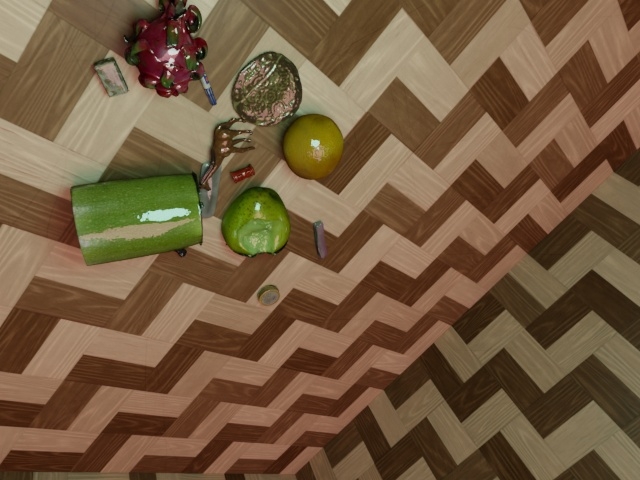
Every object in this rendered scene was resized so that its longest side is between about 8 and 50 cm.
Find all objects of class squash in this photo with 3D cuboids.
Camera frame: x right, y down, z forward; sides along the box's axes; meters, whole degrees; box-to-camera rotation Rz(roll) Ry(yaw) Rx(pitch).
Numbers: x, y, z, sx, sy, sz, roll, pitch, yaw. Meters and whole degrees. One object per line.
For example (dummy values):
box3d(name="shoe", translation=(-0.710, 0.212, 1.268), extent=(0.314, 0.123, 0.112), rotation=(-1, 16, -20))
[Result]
box3d(name="squash", translation=(-0.584, -0.076, 1.493), extent=(0.385, 0.263, 0.263), rotation=(-11, 131, -22))

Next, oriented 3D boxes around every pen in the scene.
box3d(name="pen", translation=(-0.365, -0.512, 1.409), extent=(0.025, 0.025, 0.204), rotation=(-25, 135, -8))

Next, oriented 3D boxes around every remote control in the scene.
box3d(name="remote control", translation=(-0.405, -0.175, 1.658), extent=(0.073, 0.044, 0.229), rotation=(0, 126, -26))

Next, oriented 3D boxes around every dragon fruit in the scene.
box3d(name="dragon fruit", translation=(-0.412, -0.535, 1.261), extent=(0.273, 0.218, 0.198), rotation=(-47, 179, 8))

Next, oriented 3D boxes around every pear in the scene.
box3d(name="pear", translation=(-0.229, -0.081, 1.758), extent=(0.292, 0.159, 0.292), rotation=(-14, 129, -18))

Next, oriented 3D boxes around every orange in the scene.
box3d(name="orange", translation=(-0.027, -0.332, 1.615), extent=(0.236, 0.236, 0.236), rotation=(-15, 133, -17))

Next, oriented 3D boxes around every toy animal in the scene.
box3d(name="toy animal", translation=(-0.337, -0.294, 1.570), extent=(0.230, 0.066, 0.224), rotation=(-26, 135, -21))

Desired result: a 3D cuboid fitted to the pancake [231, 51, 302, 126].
box3d(name="pancake", translation=(-0.172, -0.492, 1.519), extent=(0.250, 0.031, 0.250), rotation=(-15, 129, -19))

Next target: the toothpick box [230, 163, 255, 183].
box3d(name="toothpick box", translation=(-0.282, -0.245, 1.664), extent=(0.083, 0.047, 0.047), rotation=(-25, 135, -8))

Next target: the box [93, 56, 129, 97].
box3d(name="box", translation=(-0.598, -0.467, 1.304), extent=(0.062, 0.045, 0.098), rotation=(-23, 136, -9))

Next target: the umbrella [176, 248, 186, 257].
box3d(name="umbrella", translation=(-0.564, 0.014, 1.735), extent=(0.040, 0.037, 0.144), rotation=(-49, 138, -15))

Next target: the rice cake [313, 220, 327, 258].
box3d(name="rice cake", translation=(0.000, 0.000, 2.035), extent=(0.047, 0.036, 0.206), rotation=(-22, 133, -17))

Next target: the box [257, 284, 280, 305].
box3d(name="box", translation=(-0.241, 0.256, 2.118), extent=(0.106, 0.037, 0.105), rotation=(-16, 133, -18))
